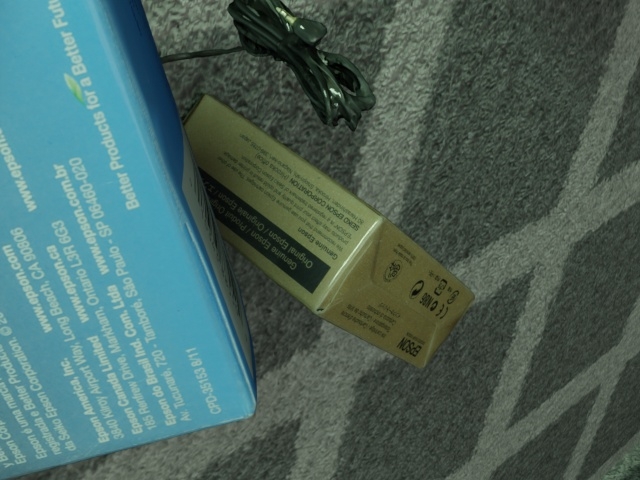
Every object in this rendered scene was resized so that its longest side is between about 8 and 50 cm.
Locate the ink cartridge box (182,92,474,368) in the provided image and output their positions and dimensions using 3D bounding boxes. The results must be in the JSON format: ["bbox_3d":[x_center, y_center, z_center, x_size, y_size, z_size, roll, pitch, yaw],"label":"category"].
[{"bbox_3d":[0.000,0.000,0.872,0.088,0.193,0.235,-55,150,1],"label":"ink cartridge box"}]

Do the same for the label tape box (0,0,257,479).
[{"bbox_3d":[-0.227,0.003,0.474,0.348,0.115,0.249,-14,126,2],"label":"label tape box"}]

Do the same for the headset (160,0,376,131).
[{"bbox_3d":[-0.160,-0.006,0.640,0.394,0.185,0.243,-42,149,-3],"label":"headset"}]
